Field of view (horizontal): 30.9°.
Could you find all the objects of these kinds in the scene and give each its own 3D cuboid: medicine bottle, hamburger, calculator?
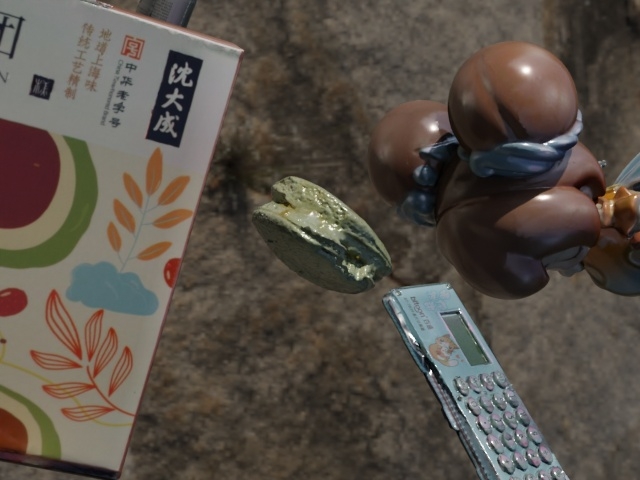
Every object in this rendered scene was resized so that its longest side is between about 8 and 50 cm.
[{"bbox_3d":[-0.190,-0.180,1.236,0.057,0.057,0.199,8,110,-50],"label":"medicine bottle"},{"bbox_3d":[0.000,0.000,1.080,0.062,0.133,0.140,-53,145,-14],"label":"hamburger"},{"bbox_3d":[0.092,0.094,0.666,0.057,0.018,0.172,-3,51,-35],"label":"calculator"}]

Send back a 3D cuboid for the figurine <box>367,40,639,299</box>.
[{"bbox_3d":[0.270,-0.051,1.253,0.388,0.276,0.248,3,69,-31],"label":"figurine"}]

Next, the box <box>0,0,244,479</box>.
[{"bbox_3d":[-0.288,-0.027,0.954,0.344,0.122,0.385,15,97,-19],"label":"box"}]
